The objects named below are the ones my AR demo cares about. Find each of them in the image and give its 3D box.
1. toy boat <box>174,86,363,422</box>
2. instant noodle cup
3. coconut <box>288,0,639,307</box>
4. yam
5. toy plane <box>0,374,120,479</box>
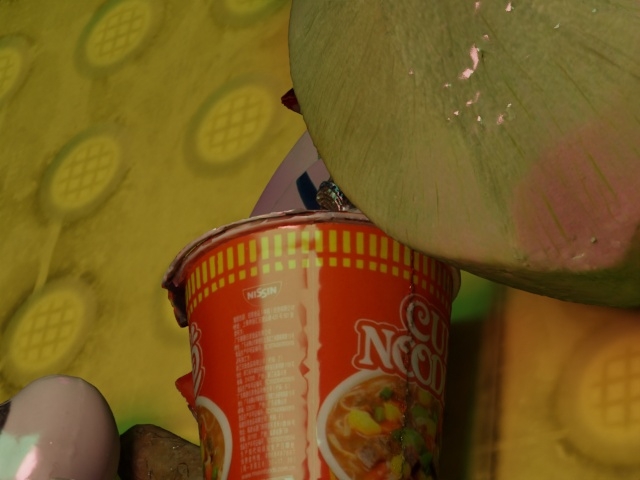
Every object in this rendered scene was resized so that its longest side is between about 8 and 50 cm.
[{"bbox_3d":[-0.003,-0.024,1.238,0.318,0.072,0.219,-44,43,17],"label":"toy boat"},{"bbox_3d":[-0.004,0.117,1.038,0.193,0.193,0.212,-18,56,28],"label":"instant noodle cup"},{"bbox_3d":[0.129,-0.117,0.976,0.281,0.328,0.328,5,62,39],"label":"coconut"},{"bbox_3d":[-0.085,0.165,1.149,0.132,0.054,0.054,17,70,45],"label":"yam"},{"bbox_3d":[-0.218,0.216,1.146,0.267,0.122,0.267,-49,27,36],"label":"toy plane"}]
